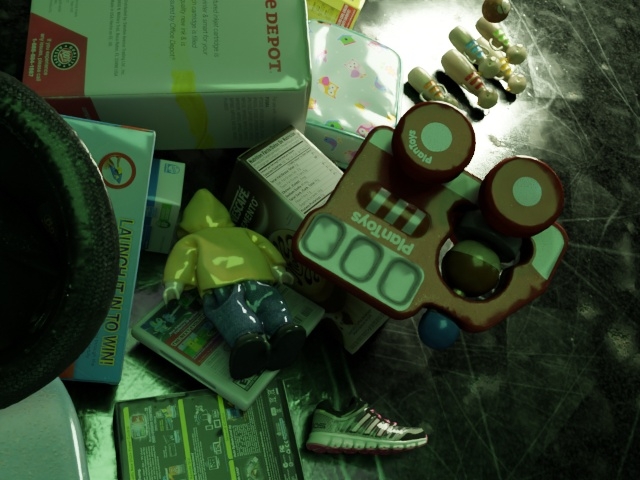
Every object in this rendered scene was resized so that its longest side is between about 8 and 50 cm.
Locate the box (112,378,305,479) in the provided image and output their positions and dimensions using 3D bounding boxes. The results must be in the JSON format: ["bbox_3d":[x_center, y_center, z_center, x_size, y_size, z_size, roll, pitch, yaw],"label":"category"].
[{"bbox_3d":[-0.124,0.313,0.772,0.216,0.060,0.270,-4,61,-22],"label":"box"}]

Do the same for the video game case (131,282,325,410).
[{"bbox_3d":[-0.119,0.111,0.882,0.183,0.023,0.201,30,43,13],"label":"video game case"}]

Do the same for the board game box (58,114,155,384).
[{"bbox_3d":[-0.366,-0.003,0.755,0.302,0.086,0.308,9,95,-16],"label":"board game box"}]

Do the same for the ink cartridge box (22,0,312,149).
[{"bbox_3d":[-0.215,-0.289,0.976,0.385,0.160,0.279,-2,67,-5],"label":"ink cartridge box"}]

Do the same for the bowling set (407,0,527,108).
[{"bbox_3d":[0.331,-0.365,1.291,0.287,0.200,0.154,-32,76,-29],"label":"bowling set"}]

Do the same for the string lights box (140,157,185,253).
[{"bbox_3d":[-0.326,-0.062,0.880,0.260,0.133,0.076,8,56,-16],"label":"string lights box"}]

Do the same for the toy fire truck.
[{"bbox_3d":[0.145,-0.005,0.825,0.302,0.169,0.254,32,77,1],"label":"toy fire truck"}]

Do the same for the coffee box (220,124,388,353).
[{"bbox_3d":[0.000,0.000,0.948,0.297,0.168,0.119,43,54,9],"label":"coffee box"}]

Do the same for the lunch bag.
[{"bbox_3d":[0.040,-0.251,1.156,0.224,0.108,0.279,18,55,-12],"label":"lunch bag"}]

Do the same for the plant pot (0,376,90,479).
[{"bbox_3d":[-0.349,0.248,0.622,0.248,0.247,0.252,-2,46,-22],"label":"plant pot"}]

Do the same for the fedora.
[{"bbox_3d":[-0.348,-0.001,0.623,0.334,0.152,0.334,1,84,-8],"label":"fedora"}]

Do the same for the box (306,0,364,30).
[{"bbox_3d":[-0.031,-0.497,1.296,0.232,0.087,0.058,25,56,-7],"label":"box"}]

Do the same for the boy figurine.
[{"bbox_3d":[-0.131,0.044,0.864,0.177,0.092,0.285,-12,49,-29],"label":"boy figurine"}]

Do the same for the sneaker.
[{"bbox_3d":[0.064,0.249,0.881,0.170,0.063,0.074,6,64,-12],"label":"sneaker"}]
